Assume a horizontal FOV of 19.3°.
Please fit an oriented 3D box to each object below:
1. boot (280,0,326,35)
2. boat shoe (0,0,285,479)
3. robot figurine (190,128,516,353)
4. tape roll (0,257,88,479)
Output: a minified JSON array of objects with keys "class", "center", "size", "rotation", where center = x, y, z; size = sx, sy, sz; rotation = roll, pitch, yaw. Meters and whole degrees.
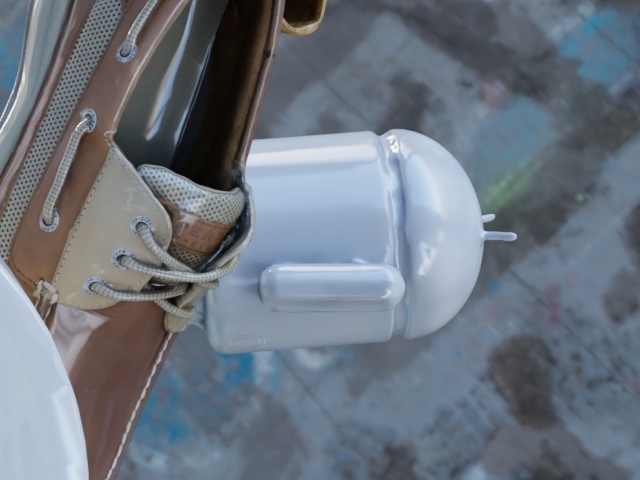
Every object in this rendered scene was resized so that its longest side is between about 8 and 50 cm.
[{"class":"boot","center":[-0.080,-0.266,1.098],"size":[0.211,0.104,0.295],"rotation":[10,117,48]},{"class":"boat shoe","center":[-0.096,-0.015,0.905],"size":[0.116,0.123,0.324],"rotation":[16,97,42]},{"class":"robot figurine","center":[0.000,0.000,1.769],"size":[0.353,0.200,0.300],"rotation":[-4,23,-3]},{"class":"tape roll","center":[-0.239,0.098,0.756],"size":[0.286,0.286,0.100],"rotation":[-57,12,-3]}]
